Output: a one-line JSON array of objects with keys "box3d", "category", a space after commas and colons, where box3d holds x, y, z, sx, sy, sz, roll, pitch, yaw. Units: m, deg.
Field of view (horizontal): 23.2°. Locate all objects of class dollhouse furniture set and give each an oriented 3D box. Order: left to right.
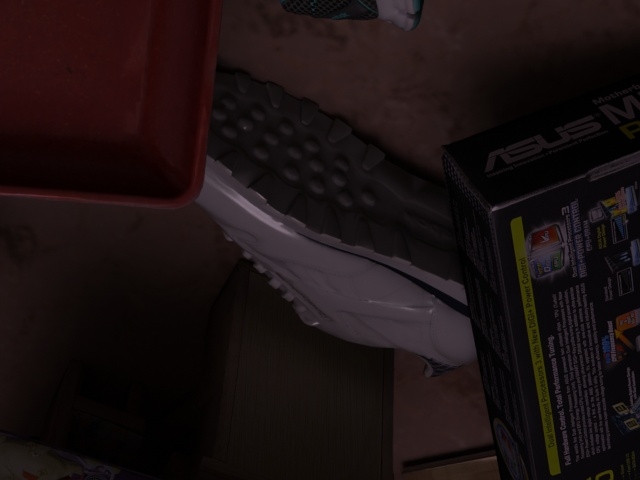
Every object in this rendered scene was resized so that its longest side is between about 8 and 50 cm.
[{"box3d": [-0.057, 0.160, 0.875, 0.212, 0.161, 0.242, 22, 127, -14], "category": "dollhouse furniture set"}]

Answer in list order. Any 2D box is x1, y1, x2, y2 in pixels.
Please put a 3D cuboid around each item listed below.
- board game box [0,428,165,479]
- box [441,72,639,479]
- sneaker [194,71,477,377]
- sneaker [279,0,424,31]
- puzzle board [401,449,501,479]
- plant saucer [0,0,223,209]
[{"box3d": [-0.117, 0.204, 0.839, 0.208, 0.056, 0.347, 22, 149, -6], "category": "board game box"}, {"box3d": [0.187, 0.037, 0.782, 0.216, 0.060, 0.270, -21, 127, -7], "category": "box"}, {"box3d": [0.000, 0.000, 0.798, 0.235, 0.090, 0.095, 31, 133, -18], "category": "sneaker"}, {"box3d": [0.001, -0.162, 0.681, 0.076, 0.065, 0.166, -3, 127, 11], "category": "sneaker"}, {"box3d": [0.124, 0.160, 0.961, 0.128, 0.011, 0.096, -13, 128, 14], "category": "puzzle board"}, {"box3d": [-0.165, -0.151, 0.621, 0.259, 0.048, 0.258, 4, 98, -17], "category": "plant saucer"}]
